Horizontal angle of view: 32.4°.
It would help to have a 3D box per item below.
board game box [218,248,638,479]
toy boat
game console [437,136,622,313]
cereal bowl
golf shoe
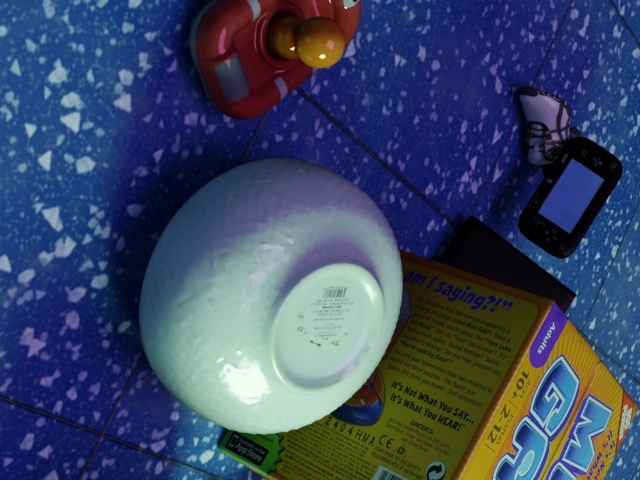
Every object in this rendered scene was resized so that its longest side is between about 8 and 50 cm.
[{"bbox_3d":[0.159,0.259,1.528,0.356,0.356,0.356,43,72,-46],"label":"board game box"},{"bbox_3d":[-0.031,-0.240,1.296,0.231,0.151,0.151,-43,132,-28],"label":"toy boat"},{"bbox_3d":[0.347,-0.014,1.763,0.213,0.044,0.361,36,78,-7],"label":"game console"},{"bbox_3d":[-0.031,0.080,1.284,0.339,0.141,0.339,-15,116,-32],"label":"cereal bowl"},{"bbox_3d":[0.369,-0.174,1.807,0.198,0.077,0.094,44,72,-45],"label":"golf shoe"}]
